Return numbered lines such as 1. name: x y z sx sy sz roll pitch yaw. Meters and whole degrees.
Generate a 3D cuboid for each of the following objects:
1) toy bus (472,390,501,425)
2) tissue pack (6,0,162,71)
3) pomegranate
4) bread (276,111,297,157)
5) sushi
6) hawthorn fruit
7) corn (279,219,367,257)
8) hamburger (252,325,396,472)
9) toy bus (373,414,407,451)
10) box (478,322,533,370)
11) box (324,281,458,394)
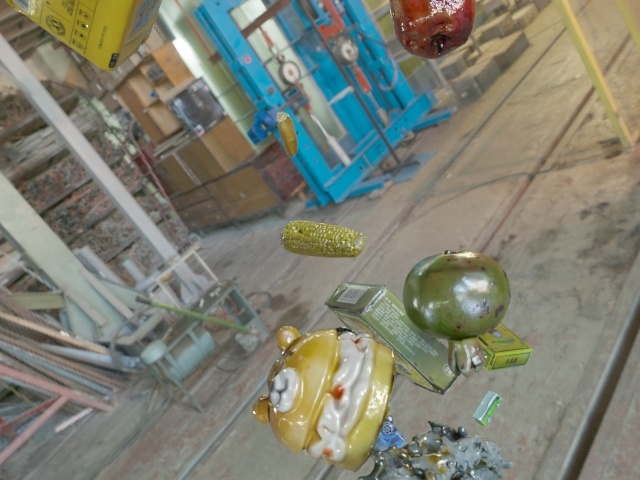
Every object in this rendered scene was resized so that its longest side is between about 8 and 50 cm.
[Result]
1. toy bus: 0.405 0.407 1.335 0.083 0.037 0.031 -50 32 -18
2. tissue pack: -0.478 -0.609 1.170 0.382 0.293 0.228 -38 21 51
3. pomegranate: 0.224 0.115 0.944 0.179 0.179 0.210 -146 75 -71
4. bread: -0.107 -0.346 1.694 0.054 0.154 0.136 -18 -7 4
5. sushi: 0.172 0.493 0.908 0.176 0.417 0.417 12 46 36
6. hawthorn fruit: 0.325 -0.644 1.584 0.254 0.254 0.300 -23 48 33
7. corn: 0.000 0.000 1.794 0.322 0.119 0.119 11 43 31
8. hamburger: 0.003 0.289 1.059 0.276 0.236 0.276 -161 90 -89
9. toy bus: 0.114 0.466 1.441 0.094 0.236 0.079 -49 -5 4
10. box: 0.465 0.271 1.548 0.141 0.064 0.220 0 29 -25
11. box: 0.246 0.330 1.936 0.138 0.420 0.373 -48 12 -14
